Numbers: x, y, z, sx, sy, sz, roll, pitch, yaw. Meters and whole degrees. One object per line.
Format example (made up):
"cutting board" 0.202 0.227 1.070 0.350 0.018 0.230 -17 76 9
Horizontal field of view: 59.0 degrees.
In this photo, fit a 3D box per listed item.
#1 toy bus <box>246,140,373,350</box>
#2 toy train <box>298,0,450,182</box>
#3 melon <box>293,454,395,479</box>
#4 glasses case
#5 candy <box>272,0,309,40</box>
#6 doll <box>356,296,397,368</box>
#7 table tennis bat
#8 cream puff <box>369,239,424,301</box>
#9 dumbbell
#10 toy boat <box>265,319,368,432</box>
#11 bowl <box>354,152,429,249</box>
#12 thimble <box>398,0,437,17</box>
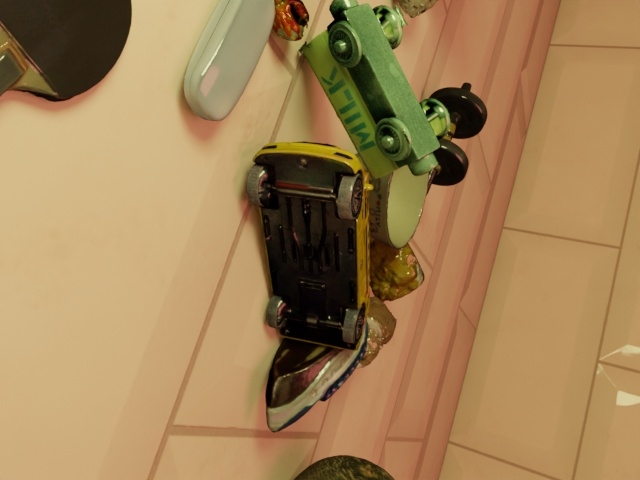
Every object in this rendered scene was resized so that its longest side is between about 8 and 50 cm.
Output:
"toy bus" 0.000 0.000 0.809 0.151 0.145 0.331 -59 153 -49
"toy train" 0.065 -0.197 0.772 0.105 0.157 0.253 -34 99 -29
"melon" 0.024 0.534 0.966 0.248 0.249 0.329 18 91 -64
"glasses case" -0.098 -0.215 0.626 0.178 0.045 0.067 -70 153 -18
"candy" -0.066 -0.314 0.666 0.184 0.049 0.055 54 22 -47
"doll" 0.091 0.170 1.102 0.221 0.105 0.114 -18 110 -58
"table tennis bat" -0.220 -0.159 0.435 0.220 0.019 0.130 -64 150 -29
"cream puff" 0.141 0.049 1.155 0.146 0.116 0.146 58 10 -16
"dumbbell" 0.282 -0.233 1.271 0.325 0.143 0.143 -65 151 -24
"toy boat" 0.000 0.205 0.918 0.262 0.114 0.115 -36 128 -43
"bowl" 0.111 -0.095 1.022 0.211 0.112 0.211 -37 132 -55
"thimble" 0.179 -0.465 1.029 0.062 0.084 0.110 47 57 -60
